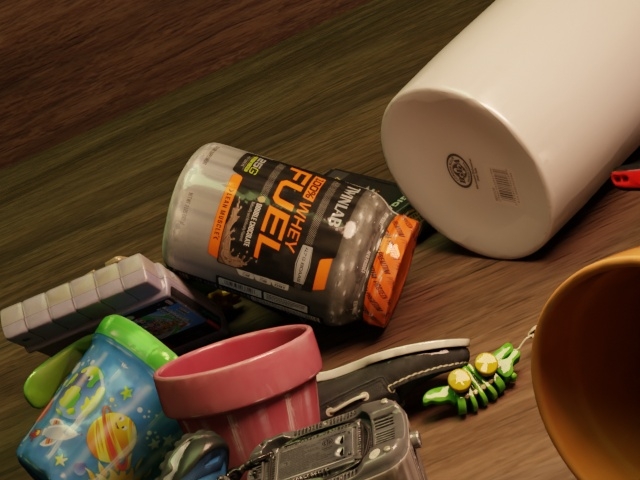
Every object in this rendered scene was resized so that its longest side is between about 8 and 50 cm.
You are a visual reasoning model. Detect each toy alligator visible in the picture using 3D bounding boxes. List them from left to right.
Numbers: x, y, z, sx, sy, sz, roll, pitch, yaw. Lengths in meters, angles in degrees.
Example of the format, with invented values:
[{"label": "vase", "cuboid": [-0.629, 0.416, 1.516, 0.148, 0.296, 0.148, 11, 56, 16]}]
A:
[{"label": "toy alligator", "cuboid": [0.215, 0.167, 1.516, 0.189, 0.056, 0.051, -29, 66, -11]}]

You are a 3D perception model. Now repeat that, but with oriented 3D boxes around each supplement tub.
[{"label": "supplement tub", "cuboid": [-0.041, -0.002, 1.777, 0.338, 0.207, 0.207, 17, 36, 9]}]

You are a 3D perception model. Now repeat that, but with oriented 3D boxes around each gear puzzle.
[{"label": "gear puzzle", "cuboid": [-0.250, 0.095, 1.911, 0.175, 0.044, 0.339, -29, -23, 29]}]

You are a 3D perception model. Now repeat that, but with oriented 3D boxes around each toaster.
[{"label": "toaster", "cuboid": [0.019, 0.283, 1.343, 0.227, 0.146, 0.129, -21, 23, 10]}]

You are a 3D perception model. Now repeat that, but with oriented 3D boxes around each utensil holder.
[{"label": "utensil holder", "cuboid": [0.320, -0.205, 1.839, 0.327, 0.328, 0.385, 5, 40, 50]}]

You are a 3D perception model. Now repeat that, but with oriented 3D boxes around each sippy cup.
[{"label": "sippy cup", "cuboid": [-0.270, 0.256, 1.621, 0.224, 0.240, 0.305, -48, 14, -20]}]

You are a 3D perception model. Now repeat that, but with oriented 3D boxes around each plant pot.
[{"label": "plant pot", "cuboid": [-0.080, 0.215, 1.466, 0.201, 0.180, 0.201, -16, 4, 1]}, {"label": "plant pot", "cuboid": [0.382, 0.122, 1.191, 0.203, 0.291, 0.291, -24, 17, -40]}]

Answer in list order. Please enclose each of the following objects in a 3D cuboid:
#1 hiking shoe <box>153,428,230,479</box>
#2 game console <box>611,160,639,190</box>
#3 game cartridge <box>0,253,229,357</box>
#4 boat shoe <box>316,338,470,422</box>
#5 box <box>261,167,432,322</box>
[{"label": "hiking shoe", "cuboid": [-0.110, 0.351, 1.268, 0.132, 0.113, 0.304, 0, 76, 25]}, {"label": "game console", "cuboid": [0.606, -0.120, 1.534, 0.386, 0.060, 0.342, -15, 12, -42]}, {"label": "game cartridge", "cuboid": [-0.288, 0.125, 1.820, 0.230, 0.068, 0.355, -18, -20, 10]}, {"label": "boat shoe", "cuboid": [0.055, 0.196, 1.566, 0.302, 0.091, 0.114, -18, -14, 20]}, {"label": "box", "cuboid": [0.000, 0.000, 2.034, 0.295, 0.073, 0.293, -36, 24, -19]}]
